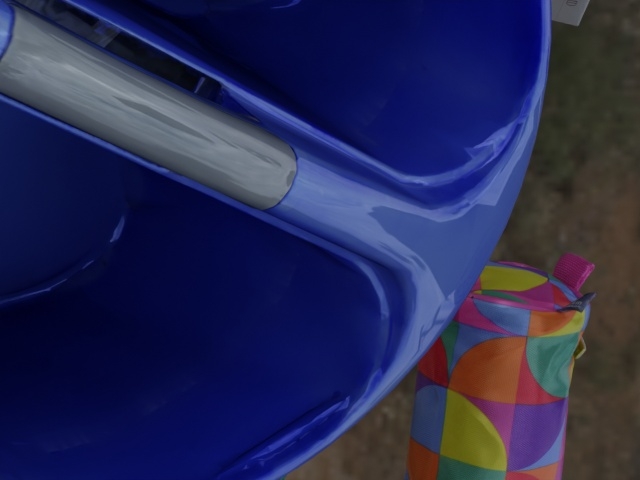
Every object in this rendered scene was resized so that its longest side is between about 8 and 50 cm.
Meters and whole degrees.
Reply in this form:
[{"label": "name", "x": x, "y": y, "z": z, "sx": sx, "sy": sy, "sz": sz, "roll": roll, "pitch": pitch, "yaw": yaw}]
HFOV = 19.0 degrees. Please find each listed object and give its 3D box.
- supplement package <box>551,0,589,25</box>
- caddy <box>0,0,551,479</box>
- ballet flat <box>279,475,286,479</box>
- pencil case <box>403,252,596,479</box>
[{"label": "supplement package", "x": 0.115, "y": -0.236, "z": 1.353, "sx": 0.105, "sy": 0.179, "sz": 0.105, "roll": 98, "pitch": 5, "yaw": -73}, {"label": "caddy", "x": -0.085, "y": -0.057, "z": 0.505, "sx": 0.341, "sy": 0.179, "sz": 0.241, "roll": 24, "pitch": 95, "yaw": -42}, {"label": "ballet flat", "x": -0.076, "y": 0.159, "z": 1.191, "sx": 0.077, "sy": 0.091, "sz": 0.241, "roll": 46, "pitch": 46, "yaw": -9}, {"label": "pencil case", "x": 0.104, "y": 0.126, "z": 1.141, "sx": 0.104, "sy": 0.104, "sz": 0.236, "roll": -15, "pitch": 117, "yaw": -57}]
